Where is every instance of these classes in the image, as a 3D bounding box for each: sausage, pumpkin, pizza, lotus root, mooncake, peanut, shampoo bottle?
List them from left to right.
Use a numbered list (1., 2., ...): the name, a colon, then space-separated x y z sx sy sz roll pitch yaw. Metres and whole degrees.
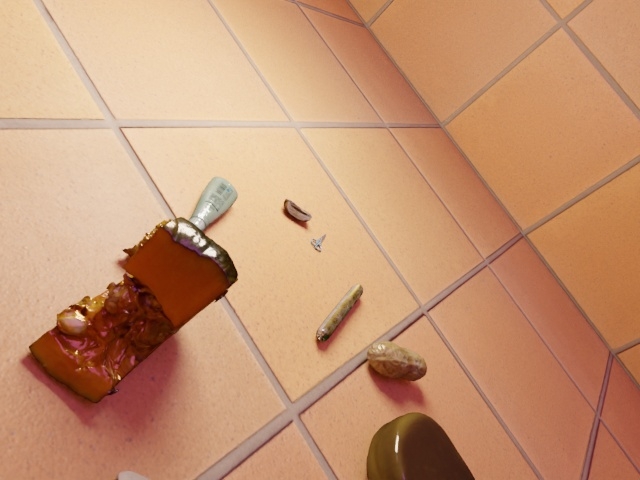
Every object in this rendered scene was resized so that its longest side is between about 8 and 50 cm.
1. pumpkin: -0.246 0.085 0.807 0.139 0.190 0.280 48 32 -6
2. pizza: -0.267 0.012 1.003 0.178 0.041 0.131 26 37 -34
3. shampoo bottle: -0.227 -0.065 1.134 0.069 0.041 0.191 46 31 -17
4. lotus root: -0.061 -0.072 1.364 0.083 0.030 0.037 35 5 -27
5. sausage: 0.047 0.158 1.251 0.033 0.033 0.269 50 31 0
6. peanut: 0.177 0.276 1.247 0.174 0.080 0.080 24 40 -35
7. mooncake: 0.182 0.453 1.026 0.235 0.117 0.235 30 37 -26

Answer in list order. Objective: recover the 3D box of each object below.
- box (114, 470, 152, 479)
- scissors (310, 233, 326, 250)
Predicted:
1. box: -0.134 0.386 0.703 0.285 0.044 0.142 36 -8 -20
2. scissors: 0.000 0.000 1.386 0.036 0.006 0.083 50 31 -4
